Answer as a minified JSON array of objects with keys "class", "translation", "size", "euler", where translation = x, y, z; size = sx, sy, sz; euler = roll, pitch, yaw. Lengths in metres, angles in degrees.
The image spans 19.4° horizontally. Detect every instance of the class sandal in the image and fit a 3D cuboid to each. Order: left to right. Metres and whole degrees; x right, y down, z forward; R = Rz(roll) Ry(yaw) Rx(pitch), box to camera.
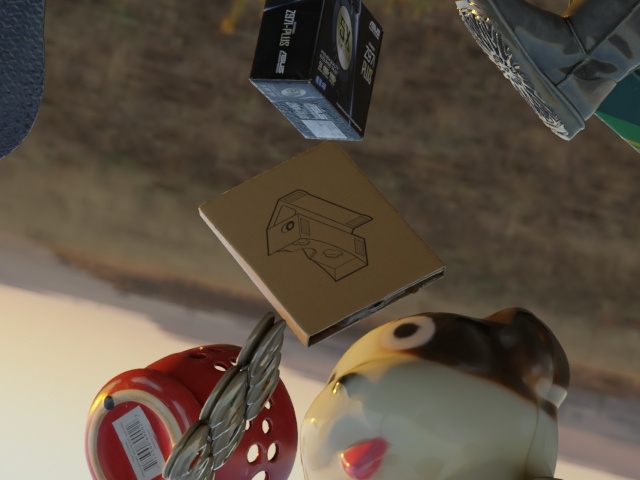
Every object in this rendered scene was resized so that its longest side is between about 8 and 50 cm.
[{"class":"sandal","translation":[-0.288,-0.185,1.680],"size":[0.097,0.254,0.054],"euler":[11,-163,-19]}]

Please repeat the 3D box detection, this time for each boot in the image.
[{"class":"boot","translation":[0.236,-0.213,1.600],"size":[0.189,0.208,0.076],"euler":[49,176,-26]}]

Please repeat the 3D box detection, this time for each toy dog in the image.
[{"class":"toy dog","translation":[0.127,0.246,1.370],"size":[0.395,0.408,0.284],"euler":[-6,160,-48]}]

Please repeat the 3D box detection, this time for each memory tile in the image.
[{"class":"memory tile","translation":[-0.054,0.104,1.078],"size":[0.012,0.113,0.148],"euler":[31,162,9]}]

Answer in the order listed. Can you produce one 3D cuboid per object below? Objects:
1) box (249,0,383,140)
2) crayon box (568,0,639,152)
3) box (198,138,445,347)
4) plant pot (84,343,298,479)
[{"class":"box","translation":[-0.001,-0.216,2.173],"size":[0.078,0.147,0.180],"euler":[4,162,23]},{"class":"crayon box","translation":[0.388,-0.174,1.978],"size":[0.081,0.202,0.318],"euler":[-19,137,42]},{"class":"box","translation":[0.000,0.000,1.860],"size":[0.201,0.164,0.021],"euler":[50,156,31]},{"class":"plant pot","translation":[-0.148,0.214,2.014],"size":[0.191,0.191,0.174],"euler":[12,-169,34]}]
